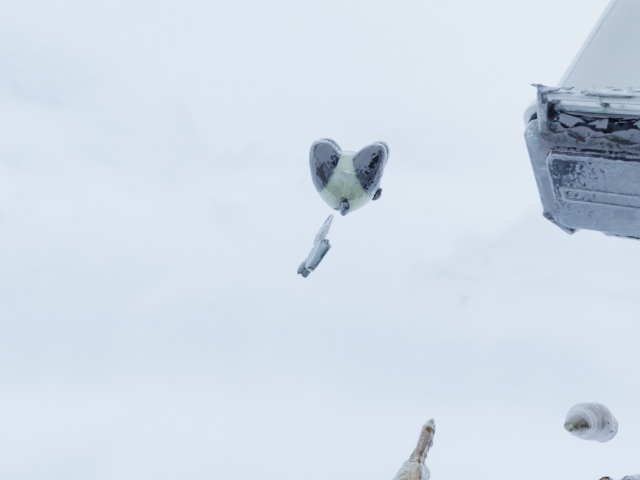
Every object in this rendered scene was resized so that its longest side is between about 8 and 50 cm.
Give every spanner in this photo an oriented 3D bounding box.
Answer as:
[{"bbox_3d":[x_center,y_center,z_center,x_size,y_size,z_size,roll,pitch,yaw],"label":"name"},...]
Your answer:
[{"bbox_3d":[0.000,0.000,1.748,0.026,0.325,0.093,35,108,-5],"label":"spanner"}]

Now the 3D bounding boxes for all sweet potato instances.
[{"bbox_3d":[0.486,0.326,1.665,0.077,0.243,0.077,-11,69,29],"label":"sweet potato"}]

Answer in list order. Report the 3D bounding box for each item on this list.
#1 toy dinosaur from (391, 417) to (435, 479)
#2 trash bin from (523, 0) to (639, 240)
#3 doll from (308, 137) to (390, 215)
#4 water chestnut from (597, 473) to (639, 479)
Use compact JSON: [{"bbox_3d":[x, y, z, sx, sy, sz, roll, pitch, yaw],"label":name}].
[{"bbox_3d":[0.136,0.481,1.472,0.092,0.205,0.393,15,38,7],"label":"toy dinosaur"},{"bbox_3d":[0.471,-0.211,1.346,0.256,0.296,0.368,9,55,34],"label":"trash bin"},{"bbox_3d":[0.055,-0.130,1.754,0.143,0.234,0.135,6,103,7],"label":"doll"},{"bbox_3d":[0.502,0.514,1.452,0.289,0.244,0.289,-21,39,18],"label":"water chestnut"}]
